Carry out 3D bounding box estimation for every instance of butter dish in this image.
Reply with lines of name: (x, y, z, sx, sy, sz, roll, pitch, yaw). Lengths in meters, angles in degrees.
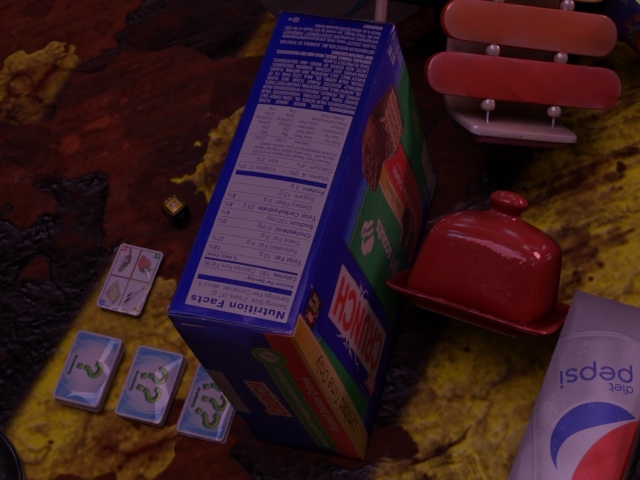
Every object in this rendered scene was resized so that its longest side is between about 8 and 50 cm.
butter dish: (0.161, 0.012, 1.254, 0.160, 0.160, 0.118, 17, 102, 19)

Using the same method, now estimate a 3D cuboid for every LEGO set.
LEGO set: (-0.144, 0.064, 1.354, 0.182, 0.060, 0.244, 13, 63, 13)

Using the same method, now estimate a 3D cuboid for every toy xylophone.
toy xylophone: (0.168, -0.245, 1.285, 0.236, 0.081, 0.322, -5, 99, -19)

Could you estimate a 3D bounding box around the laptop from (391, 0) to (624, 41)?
laptop: (0.205, -0.410, 1.478, 0.382, 0.236, 0.408, 6, 85, -20)

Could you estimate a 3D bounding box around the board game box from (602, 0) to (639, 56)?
board game box: (0.480, -0.177, 1.317, 0.233, 0.078, 0.347, -37, 75, -12)

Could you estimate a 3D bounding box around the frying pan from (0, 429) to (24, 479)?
frying pan: (-0.357, 0.298, 1.266, 0.197, 0.053, 0.326, -24, 56, -3)

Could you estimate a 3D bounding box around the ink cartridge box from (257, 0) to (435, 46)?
ink cartridge box: (0.018, -0.288, 1.436, 0.127, 0.176, 0.128, -23, 57, 25)

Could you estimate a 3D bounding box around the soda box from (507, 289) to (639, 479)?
soda box: (0.222, 0.193, 1.187, 0.091, 0.098, 0.286, 16, 64, 19)

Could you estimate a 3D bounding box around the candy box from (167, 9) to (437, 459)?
candy box: (0.000, 0.000, 1.239, 0.122, 0.268, 0.317, 9, 63, 20)
